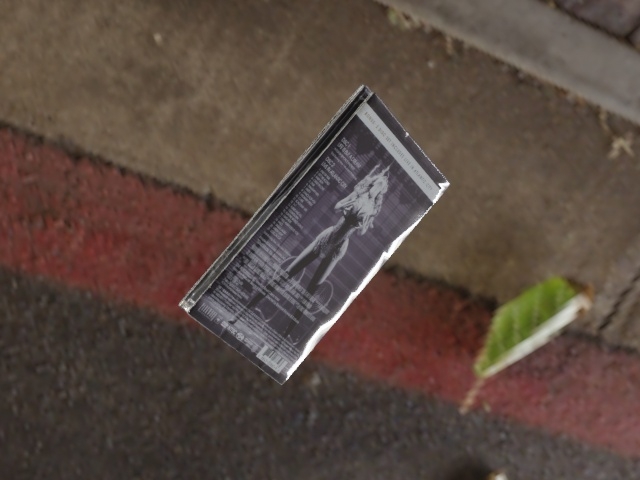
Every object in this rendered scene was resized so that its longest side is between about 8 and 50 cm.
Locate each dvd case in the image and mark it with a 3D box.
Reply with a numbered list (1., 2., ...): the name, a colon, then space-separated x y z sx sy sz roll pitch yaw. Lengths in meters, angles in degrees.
1. dvd case: 0.000 0.000 1.320 0.221 0.018 0.164 -50 144 -2
